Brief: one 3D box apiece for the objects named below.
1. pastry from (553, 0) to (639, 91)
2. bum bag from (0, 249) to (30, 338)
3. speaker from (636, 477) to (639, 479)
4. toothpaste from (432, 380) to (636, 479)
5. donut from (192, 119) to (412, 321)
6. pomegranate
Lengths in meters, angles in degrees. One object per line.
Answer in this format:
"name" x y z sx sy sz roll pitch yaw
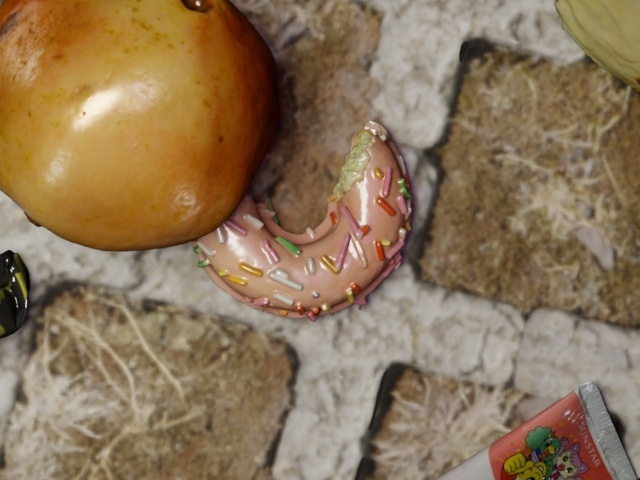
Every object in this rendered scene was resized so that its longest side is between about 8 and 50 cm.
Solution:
"pastry" 0.297 -0.210 1.325 0.237 0.170 0.256 43 91 -2
"bum bag" -0.312 0.024 1.292 0.232 0.107 0.060 11 112 -7
"speaker" 0.298 0.307 1.315 0.180 0.184 0.388 -34 96 -5
"toothpaste" 0.113 0.190 1.367 0.234 0.057 0.089 -26 99 -15
"donut" 0.000 0.000 1.344 0.166 0.065 0.117 -32 93 -4
"pomegranate" -0.125 -0.094 1.266 0.209 0.209 0.209 0 90 -6
